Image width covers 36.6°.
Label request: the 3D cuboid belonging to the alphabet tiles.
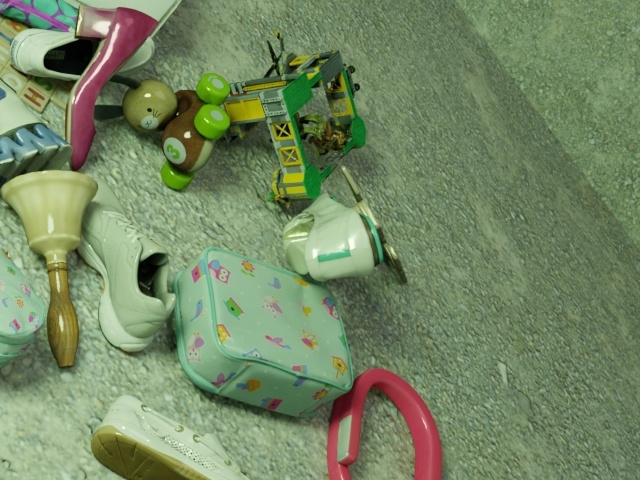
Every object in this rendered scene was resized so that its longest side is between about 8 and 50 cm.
[{"bbox_3d":[-0.447,-0.299,1.502,0.198,0.009,0.237,36,36,-22],"label":"alphabet tiles"}]

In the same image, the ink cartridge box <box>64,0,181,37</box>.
[{"bbox_3d":[-0.385,-0.545,1.659,0.285,0.166,0.395,27,40,-31],"label":"ink cartridge box"}]

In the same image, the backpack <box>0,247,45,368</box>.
[{"bbox_3d":[-0.408,0.066,1.110,0.182,0.115,0.152,55,31,0],"label":"backpack"}]

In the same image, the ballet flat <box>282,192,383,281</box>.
[{"bbox_3d":[0.000,0.000,1.569,0.139,0.139,0.400,46,-2,-8],"label":"ballet flat"}]

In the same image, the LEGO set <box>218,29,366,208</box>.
[{"bbox_3d":[-0.072,-0.211,1.756,0.331,0.192,0.255,-59,136,-46],"label":"LEGO set"}]

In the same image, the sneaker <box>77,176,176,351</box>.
[{"bbox_3d":[-0.260,0.013,1.327,0.099,0.121,0.262,2,57,-50],"label":"sneaker"}]

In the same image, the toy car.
[{"bbox_3d":[-0.258,-0.194,1.509,0.188,0.155,0.149,19,44,-25],"label":"toy car"}]

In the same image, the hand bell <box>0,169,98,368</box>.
[{"bbox_3d":[-0.340,0.045,1.245,0.126,0.126,0.242,10,64,-45],"label":"hand bell"}]

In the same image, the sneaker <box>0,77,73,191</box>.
[{"bbox_3d":[-0.482,-0.145,1.232,0.182,0.127,0.315,53,27,9],"label":"sneaker"}]

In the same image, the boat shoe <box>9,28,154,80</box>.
[{"bbox_3d":[-0.347,-0.282,1.495,0.084,0.095,0.258,24,29,34],"label":"boat shoe"}]

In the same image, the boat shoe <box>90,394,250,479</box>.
[{"bbox_3d":[-0.151,0.283,1.220,0.277,0.098,0.096,38,37,-17],"label":"boat shoe"}]

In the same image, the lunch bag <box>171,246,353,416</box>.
[{"bbox_3d":[-0.083,0.133,1.431,0.279,0.108,0.224,23,37,-38],"label":"lunch bag"}]

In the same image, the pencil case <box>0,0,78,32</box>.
[{"bbox_3d":[-0.428,-0.355,1.510,0.152,0.064,0.070,22,19,-35],"label":"pencil case"}]

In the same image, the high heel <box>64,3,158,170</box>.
[{"bbox_3d":[-0.308,-0.219,1.415,0.117,0.082,0.244,6,91,-20],"label":"high heel"}]

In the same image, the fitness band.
[{"bbox_3d":[0.104,0.335,1.517,0.209,0.054,0.291,39,36,-22],"label":"fitness band"}]

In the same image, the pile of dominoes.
[{"bbox_3d":[0.087,-0.018,1.765,0.196,0.040,0.251,60,1,16],"label":"pile of dominoes"}]
